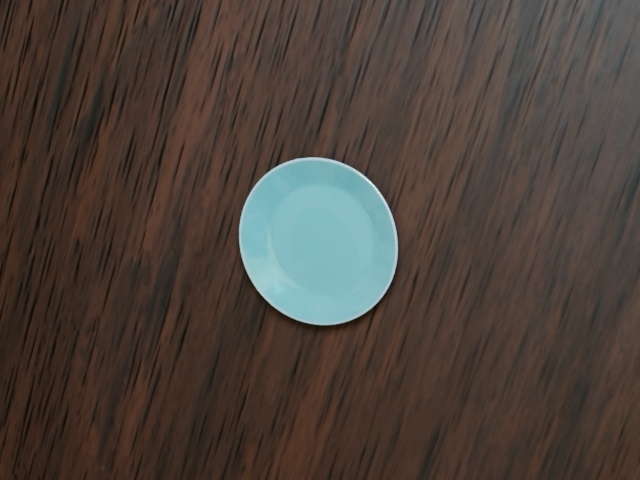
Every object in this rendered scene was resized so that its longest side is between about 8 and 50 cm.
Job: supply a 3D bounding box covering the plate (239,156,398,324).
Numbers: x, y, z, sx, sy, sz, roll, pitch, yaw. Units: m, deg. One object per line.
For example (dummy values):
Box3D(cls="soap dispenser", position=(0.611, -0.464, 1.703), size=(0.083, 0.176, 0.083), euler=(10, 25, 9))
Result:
Box3D(cls="plate", position=(0.000, 0.000, 2.169), size=(0.188, 0.024, 0.188), euler=(4, 102, 20))
